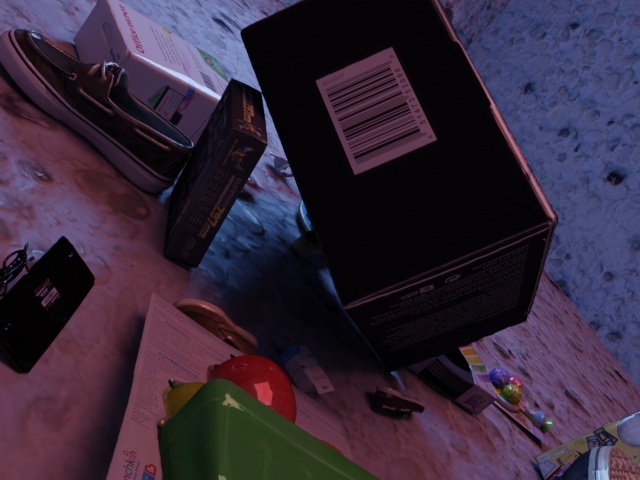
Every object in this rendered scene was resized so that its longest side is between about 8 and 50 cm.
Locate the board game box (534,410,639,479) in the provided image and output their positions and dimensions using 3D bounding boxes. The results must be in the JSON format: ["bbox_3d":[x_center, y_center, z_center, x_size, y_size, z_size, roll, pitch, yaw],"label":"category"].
[{"bbox_3d":[0.567,0.453,1.346,0.042,0.243,0.165,54,15,-31],"label":"board game box"}]

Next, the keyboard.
[{"bbox_3d":[-0.313,0.056,0.738,0.192,0.038,0.100,-82,148,-65],"label":"keyboard"}]

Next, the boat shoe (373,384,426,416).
[{"bbox_3d":[0.132,0.275,1.144,0.046,0.038,0.125,8,-17,43],"label":"boat shoe"}]

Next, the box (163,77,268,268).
[{"bbox_3d":[-0.158,-0.101,1.016,0.059,0.233,0.183,23,28,-21],"label":"box"}]

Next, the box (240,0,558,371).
[{"bbox_3d":[0.130,-0.089,1.122,0.472,0.297,0.480,55,13,-66],"label":"box"}]

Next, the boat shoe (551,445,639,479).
[{"bbox_3d":[0.423,0.523,1.091,0.187,0.156,0.500,50,32,-1],"label":"boat shoe"}]

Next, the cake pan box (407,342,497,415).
[{"bbox_3d":[0.238,0.209,1.427,0.245,0.070,0.267,36,23,-19],"label":"cake pan box"}]

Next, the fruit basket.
[{"bbox_3d":[-0.076,0.228,0.743,0.327,0.165,0.353,38,7,-20],"label":"fruit basket"}]

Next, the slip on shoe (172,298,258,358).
[{"bbox_3d":[-0.139,0.125,0.903,0.135,0.051,0.041,41,32,-28],"label":"slip on shoe"}]

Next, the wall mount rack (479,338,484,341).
[{"bbox_3d":[0.355,0.087,1.798,0.304,0.130,0.350,42,21,0],"label":"wall mount rack"}]

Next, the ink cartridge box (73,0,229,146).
[{"bbox_3d":[-0.300,-0.306,1.286,0.278,0.117,0.201,21,32,-48],"label":"ink cartridge box"}]

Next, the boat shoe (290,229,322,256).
[{"bbox_3d":[0.000,0.000,1.353,0.050,0.045,0.135,51,35,15],"label":"boat shoe"}]

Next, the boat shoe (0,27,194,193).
[{"bbox_3d":[-0.337,-0.223,1.062,0.335,0.119,0.121,41,22,-13],"label":"boat shoe"}]

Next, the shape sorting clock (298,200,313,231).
[{"bbox_3d":[0.033,-0.015,1.485,0.206,0.040,0.206,38,22,-18],"label":"shape sorting clock"}]

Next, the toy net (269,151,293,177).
[{"bbox_3d":[-0.019,-0.128,1.525,0.232,0.045,0.122,27,3,0],"label":"toy net"}]

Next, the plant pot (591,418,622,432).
[{"bbox_3d":[0.666,0.535,1.376,0.203,0.290,0.291,52,15,-31],"label":"plant pot"}]

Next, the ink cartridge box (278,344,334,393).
[{"bbox_3d":[-0.020,0.197,1.014,0.083,0.028,0.048,55,23,23],"label":"ink cartridge box"}]

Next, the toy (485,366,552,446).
[{"bbox_3d":[0.441,0.348,1.565,0.237,0.056,0.137,43,20,-6],"label":"toy"}]
